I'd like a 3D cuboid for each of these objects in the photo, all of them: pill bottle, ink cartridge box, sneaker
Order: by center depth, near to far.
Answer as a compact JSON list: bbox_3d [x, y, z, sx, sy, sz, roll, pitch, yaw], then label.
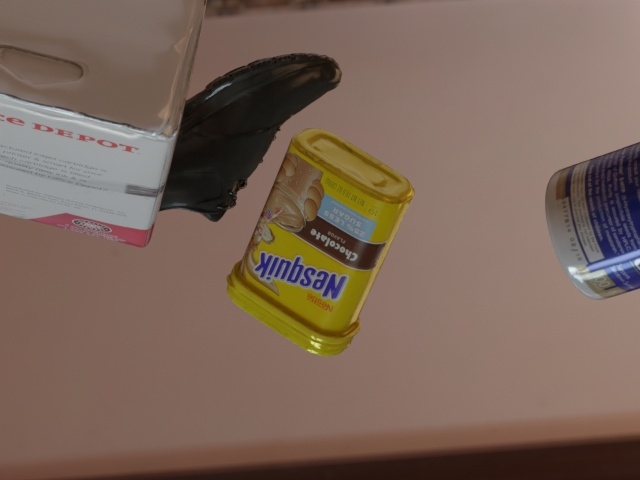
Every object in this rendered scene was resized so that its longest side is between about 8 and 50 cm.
[{"bbox_3d":[-0.158,-0.082,1.038,0.218,0.158,0.092,123,160,-73],"label":"ink cartridge box"},{"bbox_3d":[0.280,-0.030,1.407,0.112,0.186,0.112,34,-134,-45],"label":"pill bottle"},{"bbox_3d":[-0.101,-0.093,1.804,0.130,0.286,0.109,63,179,-4],"label":"sneaker"}]

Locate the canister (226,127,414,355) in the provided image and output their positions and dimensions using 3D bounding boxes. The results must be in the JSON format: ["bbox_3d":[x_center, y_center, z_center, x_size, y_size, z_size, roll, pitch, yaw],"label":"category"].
[{"bbox_3d":[0.000,0.000,1.615,0.073,0.126,0.170,-33,-29,-57],"label":"canister"}]
